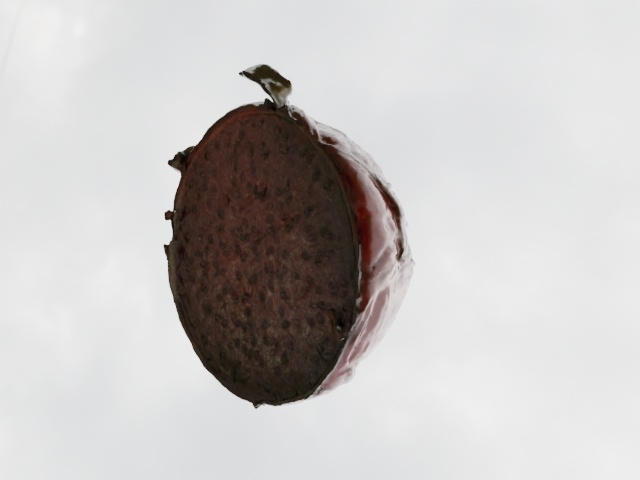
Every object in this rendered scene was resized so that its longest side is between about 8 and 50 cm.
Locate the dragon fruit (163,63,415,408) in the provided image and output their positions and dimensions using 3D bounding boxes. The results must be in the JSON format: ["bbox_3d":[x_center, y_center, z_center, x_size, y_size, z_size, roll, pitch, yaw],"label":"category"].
[{"bbox_3d":[0.000,0.004,0.867,0.218,0.148,0.224,-47,-119,39],"label":"dragon fruit"}]
